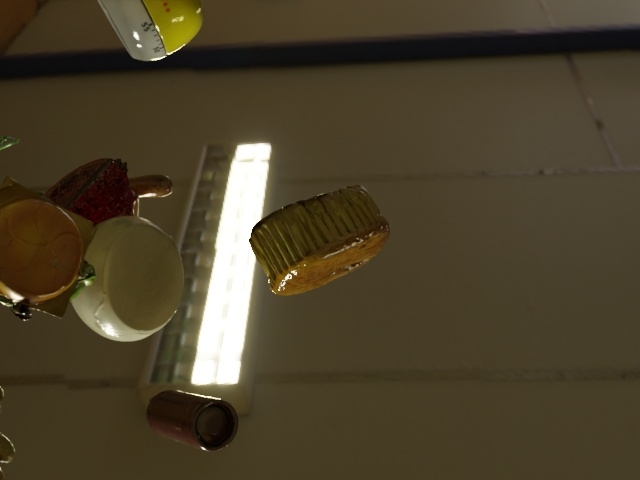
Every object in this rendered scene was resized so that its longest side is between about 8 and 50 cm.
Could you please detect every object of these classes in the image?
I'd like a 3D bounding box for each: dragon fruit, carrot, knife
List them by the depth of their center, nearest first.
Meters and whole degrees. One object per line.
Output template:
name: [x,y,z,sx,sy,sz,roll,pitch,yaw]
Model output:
dragon fruit: [-0.496,-0.057,1.645,0.189,0.163,0.261,27,-112,20]
knife: [-0.725,-0.188,1.682,0.166,0.022,0.078,-29,-154,-36]
carrot: [-0.486,-0.126,1.951,0.248,0.059,0.059,-6,-142,-2]

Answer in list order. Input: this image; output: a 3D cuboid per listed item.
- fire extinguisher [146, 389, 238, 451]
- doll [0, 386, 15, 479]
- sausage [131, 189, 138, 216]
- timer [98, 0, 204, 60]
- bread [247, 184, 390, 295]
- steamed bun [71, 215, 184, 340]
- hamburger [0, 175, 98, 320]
fire extinguisher: [-0.284,0.381,1.657,0.102,0.138,0.344,-42,-163,-29]
doll: [-0.546,0.322,1.216,0.137,0.209,0.097,-2,168,-42]
sausage: [-0.490,-0.005,1.911,0.086,0.289,0.086,10,-140,-8]
timer: [-0.325,-0.532,1.641,0.285,0.285,0.285,-2,-142,1]
bread: [0.000,0.000,1.508,0.254,0.227,0.142,-16,-111,-30]
steamed bun: [-0.371,0.070,1.462,0.145,0.231,0.232,-2,-147,33]
hamburger: [-0.381,0.016,1.018,0.093,0.189,0.164,-11,-135,46]
